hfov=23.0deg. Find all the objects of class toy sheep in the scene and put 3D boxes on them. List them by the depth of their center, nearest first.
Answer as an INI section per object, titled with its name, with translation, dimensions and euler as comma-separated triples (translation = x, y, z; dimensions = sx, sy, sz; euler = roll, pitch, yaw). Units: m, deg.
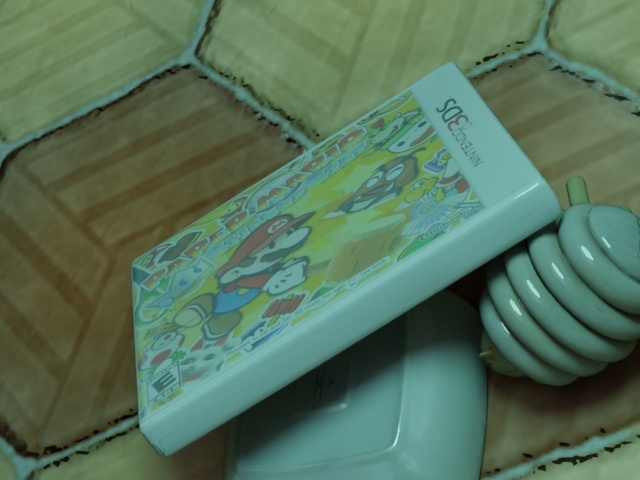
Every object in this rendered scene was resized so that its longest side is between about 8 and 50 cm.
[toy sheep]
translation = 0.124, 0.021, 0.763
dimensions = 0.132, 0.091, 0.091
euler = -51, 41, 32

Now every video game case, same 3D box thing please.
[video game case]
translation = 0.000, 0.000, 0.831
dimensions = 0.227, 0.026, 0.206
euler = -32, 23, 6

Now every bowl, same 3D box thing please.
[bowl]
translation = 0.011, 0.084, 0.809
dimensions = 0.142, 0.053, 0.142
euler = -9, 53, 24
